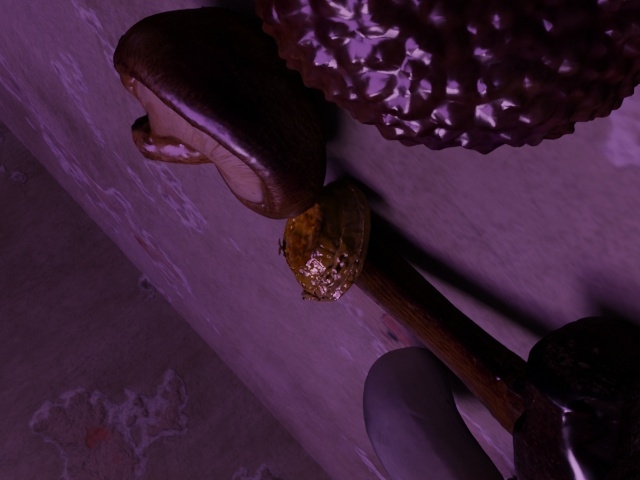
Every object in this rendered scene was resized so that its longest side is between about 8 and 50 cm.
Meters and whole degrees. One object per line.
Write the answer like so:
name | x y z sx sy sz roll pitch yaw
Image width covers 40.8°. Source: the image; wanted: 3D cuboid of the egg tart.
egg tart | 0.000 0.000 0.856 0.052 0.130 0.130 14 -176 -33

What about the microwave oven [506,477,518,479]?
microwave oven | 0.316 0.456 0.889 0.374 0.236 0.432 47 163 1

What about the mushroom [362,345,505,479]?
mushroom | 0.132 0.244 0.924 0.159 0.122 0.329 50 -174 -27

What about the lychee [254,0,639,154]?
lychee | 0.056 -0.127 0.370 0.188 0.188 0.188 43 162 17

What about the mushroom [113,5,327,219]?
mushroom | -0.075 -0.121 0.791 0.194 0.138 0.231 10 152 44

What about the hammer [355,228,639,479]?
hammer | 0.126 0.101 0.786 0.409 0.095 0.242 41 150 42
